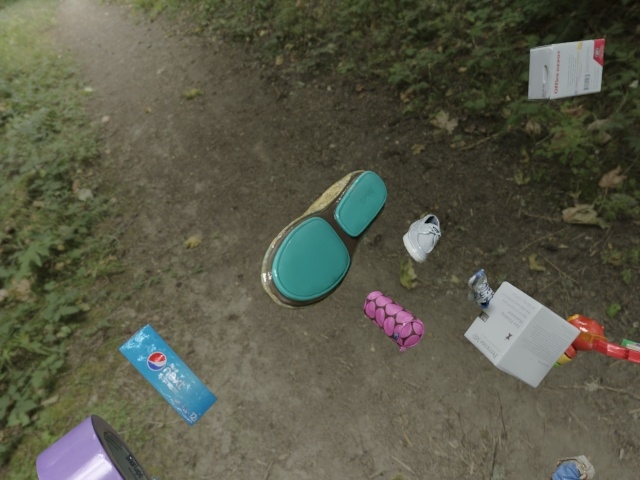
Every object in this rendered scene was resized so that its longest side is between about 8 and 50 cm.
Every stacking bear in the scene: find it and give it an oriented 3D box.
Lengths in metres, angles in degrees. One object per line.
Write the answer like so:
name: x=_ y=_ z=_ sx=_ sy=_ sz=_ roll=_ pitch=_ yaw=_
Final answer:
stacking bear: x=0.761 y=0.327 z=1.409 sx=0.289 sy=0.175 sz=0.164 roll=-32 pitch=74 yaw=41

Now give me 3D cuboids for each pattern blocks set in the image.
pattern blocks set: x=0.624 y=0.212 z=0.767 sx=0.285 sy=0.324 sz=0.026 roll=15 pitch=91 yaw=29

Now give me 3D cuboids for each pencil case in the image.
pencil case: x=0.203 y=0.229 z=1.254 sx=0.209 sy=0.095 sz=0.098 roll=39 pitch=116 yaw=63

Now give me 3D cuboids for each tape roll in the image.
tape roll: x=-0.308 y=0.352 z=0.621 sx=0.080 sy=0.189 sz=0.189 roll=-38 pitch=42 yaw=-24

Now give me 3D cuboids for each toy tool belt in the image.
toy tool belt: x=0.414 y=0.396 z=0.724 sx=0.052 sy=0.051 sz=0.083 roll=52 pitch=127 yaw=22

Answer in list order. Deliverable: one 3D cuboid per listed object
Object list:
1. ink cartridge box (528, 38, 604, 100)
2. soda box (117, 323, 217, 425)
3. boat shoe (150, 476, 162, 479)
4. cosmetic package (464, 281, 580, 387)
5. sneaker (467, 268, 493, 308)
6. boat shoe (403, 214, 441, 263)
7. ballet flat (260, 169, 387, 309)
ink cartridge box: x=0.617 y=-0.429 z=1.090 sx=0.175 sy=0.128 sz=0.072 roll=-13 pitch=20 yaw=-18
soda box: x=-0.308 y=0.270 z=0.874 sx=0.071 sy=0.210 sz=0.067 roll=-43 pitch=11 yaw=-28
boat shoe: x=-0.319 y=0.479 z=0.699 sx=0.183 sy=0.065 sz=0.083 roll=-50 pitch=9 yaw=-31
cosmetic package: x=0.503 y=0.236 z=1.095 sx=0.184 sy=0.151 sz=0.151 roll=-56 pitch=19 yaw=8
sneaker: x=0.404 y=0.123 z=1.075 sx=0.052 sy=0.135 sz=0.058 roll=-36 pitch=50 yaw=-11
boat shoe: x=0.282 y=-0.016 z=1.169 sx=0.081 sy=0.079 sz=0.227 roll=-40 pitch=6 yaw=28
ballet flat: x=0.000 y=0.000 z=0.687 sx=0.123 sy=0.123 sz=0.348 roll=3 pitch=33 yaw=31
